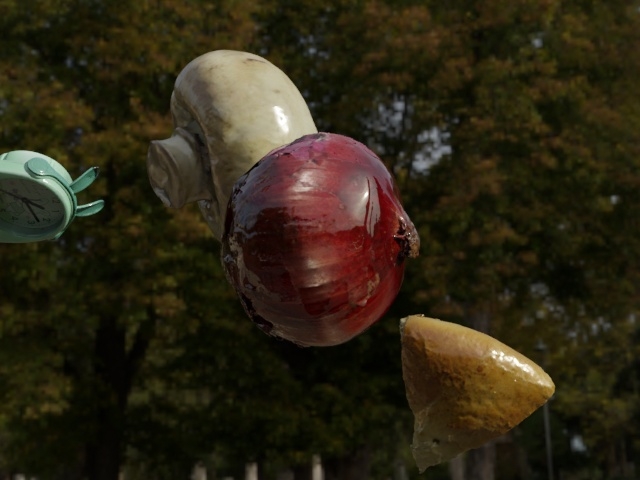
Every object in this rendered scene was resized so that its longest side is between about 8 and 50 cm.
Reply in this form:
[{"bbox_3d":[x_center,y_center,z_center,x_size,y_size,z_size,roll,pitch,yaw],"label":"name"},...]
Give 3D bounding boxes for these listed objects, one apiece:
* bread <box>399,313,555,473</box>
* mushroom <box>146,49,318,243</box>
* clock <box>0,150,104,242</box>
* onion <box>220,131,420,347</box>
[{"bbox_3d":[0.144,0.139,0.969,0.136,0.154,0.054,-6,20,3],"label":"bread"},{"bbox_3d":[-0.069,-0.067,0.859,0.127,0.166,0.166,-26,-6,-20],"label":"mushroom"},{"bbox_3d":[-0.280,-0.043,1.037,0.135,0.041,0.101,2,-45,0],"label":"clock"},{"bbox_3d":[0.000,0.000,0.648,0.131,0.131,0.131,-1,-14,0],"label":"onion"}]
